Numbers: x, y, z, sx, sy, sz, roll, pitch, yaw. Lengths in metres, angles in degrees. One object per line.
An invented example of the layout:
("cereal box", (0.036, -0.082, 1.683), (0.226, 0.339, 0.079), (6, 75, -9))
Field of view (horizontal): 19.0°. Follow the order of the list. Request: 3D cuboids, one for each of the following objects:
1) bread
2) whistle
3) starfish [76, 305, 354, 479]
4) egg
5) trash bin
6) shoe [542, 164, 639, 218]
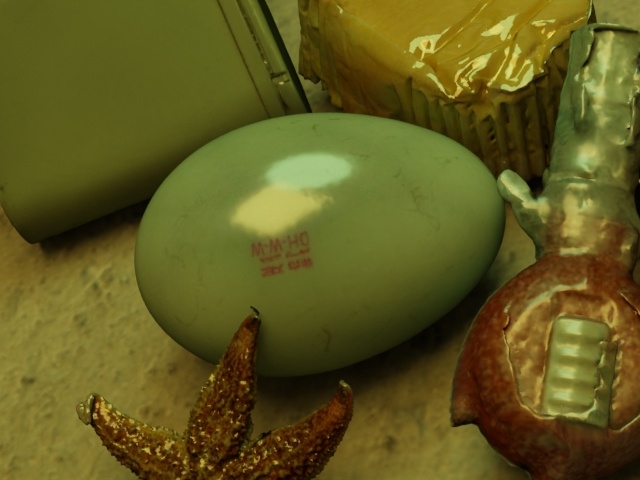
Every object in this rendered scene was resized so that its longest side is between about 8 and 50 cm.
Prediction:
("bread", (0.099, -0.151, 1.456), (0.250, 0.133, 0.179), (32, 69, 31))
("whistle", (0.175, 0.026, 1.279), (0.142, 0.134, 0.346), (6, 78, 17))
("starfish", (-0.061, 0.163, 1.291), (0.240, 0.227, 0.043), (36, 26, 8))
("egg", (0.000, 0.000, 1.349), (0.264, 0.183, 0.182), (-12, 53, -3))
("trash bin", (-0.160, -0.147, 1.489), (0.247, 0.121, 0.243), (-22, 96, 3))
("shoe", (0.290, -0.105, 1.365), (0.291, 0.137, 0.114), (-33, 52, -6))
